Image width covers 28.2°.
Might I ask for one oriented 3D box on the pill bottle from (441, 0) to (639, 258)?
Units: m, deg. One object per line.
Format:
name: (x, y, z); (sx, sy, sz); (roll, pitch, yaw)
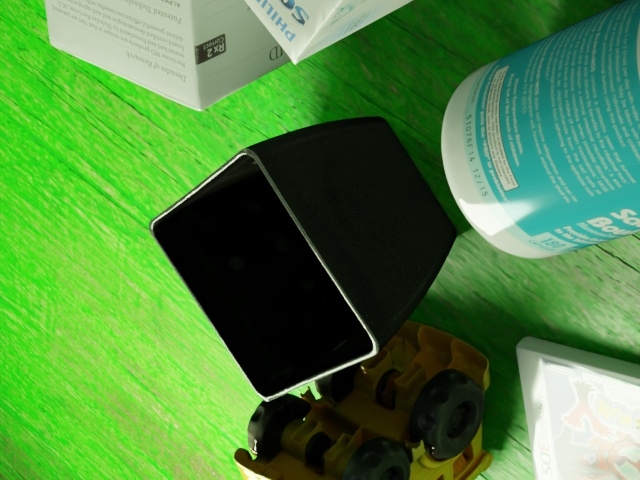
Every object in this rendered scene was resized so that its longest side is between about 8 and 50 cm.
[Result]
pill bottle: (0.212, -0.082, 0.815); (0.264, 0.146, 0.146); (-20, 101, 52)

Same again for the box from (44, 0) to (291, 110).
box: (-0.101, -0.214, 1.021); (0.182, 0.181, 0.119); (26, 134, 32)

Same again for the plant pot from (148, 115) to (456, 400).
plant pot: (0.000, 0.000, 1.084); (0.187, 0.167, 0.188); (57, 141, -1)

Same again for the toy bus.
toy bus: (0.051, 0.211, 1.152); (0.149, 0.220, 0.211); (22, 137, 39)

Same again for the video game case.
video game case: (0.260, 0.181, 1.057); (0.201, 0.023, 0.183); (13, 126, 41)

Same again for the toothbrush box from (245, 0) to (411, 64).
toothbrush box: (0.078, -0.266, 0.767); (0.126, 0.216, 0.295); (52, 141, 4)
